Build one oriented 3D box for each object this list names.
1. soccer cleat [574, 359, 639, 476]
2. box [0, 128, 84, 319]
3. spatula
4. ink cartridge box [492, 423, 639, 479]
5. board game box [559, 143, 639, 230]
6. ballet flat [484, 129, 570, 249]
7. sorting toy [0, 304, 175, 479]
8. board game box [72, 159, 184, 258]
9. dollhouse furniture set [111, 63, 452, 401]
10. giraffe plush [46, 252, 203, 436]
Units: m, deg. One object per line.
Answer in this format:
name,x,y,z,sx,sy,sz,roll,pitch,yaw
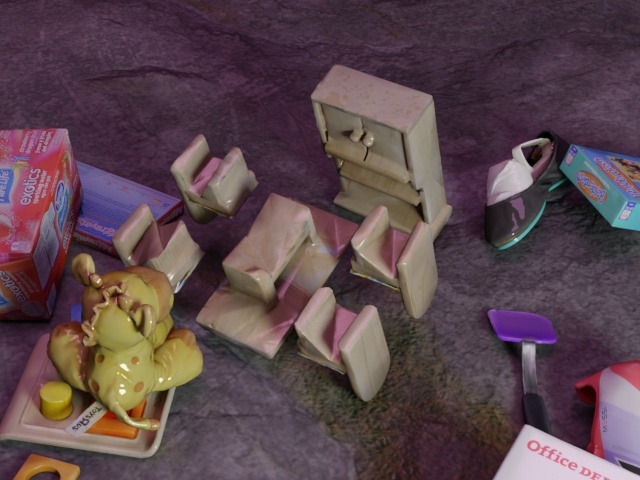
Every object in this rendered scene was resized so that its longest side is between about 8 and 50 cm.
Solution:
soccer cleat,0.358,0.262,1.253,0.116,0.108,0.318,-15,38,16
box,-0.411,-0.026,1.530,0.123,0.128,0.256,0,44,2
spatula,0.263,0.173,1.406,0.084,0.030,0.296,4,37,-1
ink cartridge box,0.224,0.307,1.125,0.148,0.086,0.203,22,64,26
board game box,0.481,-0.069,1.675,0.210,0.047,0.160,8,32,-27
ballet flat,0.301,-0.087,1.697,0.095,0.096,0.280,-24,12,40
sorting toy,-0.274,0.176,1.361,0.196,0.047,0.347,4,37,3
board game box,-0.361,-0.060,1.688,0.281,0.027,0.145,20,40,23
dollhouse furniture set,0.000,0.000,1.530,0.362,0.256,0.394,22,62,26
giraffe plush,-0.229,0.098,1.293,0.181,0.170,0.210,14,35,5
